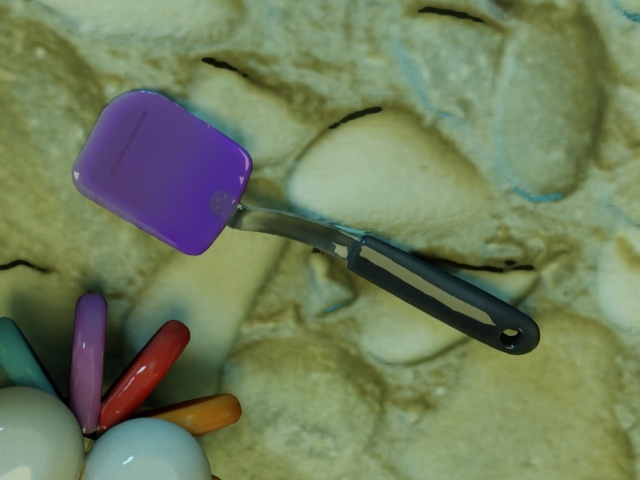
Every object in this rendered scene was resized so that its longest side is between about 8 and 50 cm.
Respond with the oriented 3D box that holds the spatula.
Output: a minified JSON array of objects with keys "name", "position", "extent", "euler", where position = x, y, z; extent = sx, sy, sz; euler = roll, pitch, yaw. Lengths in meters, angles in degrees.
[{"name":"spatula","position":[0.000,0.000,1.117],"extent":[0.296,0.030,0.084],"euler":[24,118,-13]}]

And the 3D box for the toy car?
[{"name":"toy car","position":[-0.136,0.102,1.136],"extent":[0.182,0.159,0.136],"euler":[14,88,-7]}]
